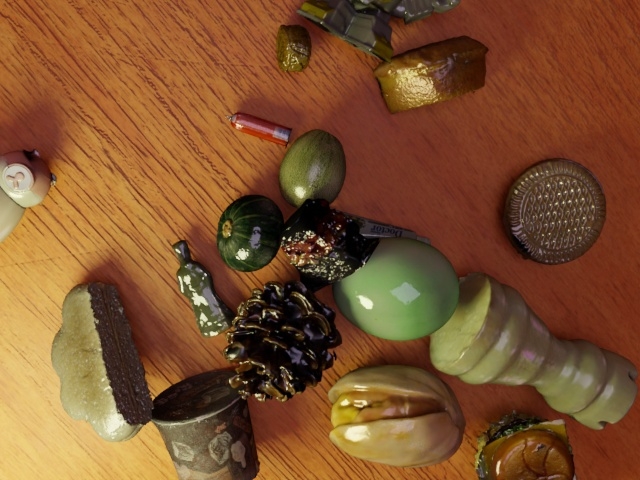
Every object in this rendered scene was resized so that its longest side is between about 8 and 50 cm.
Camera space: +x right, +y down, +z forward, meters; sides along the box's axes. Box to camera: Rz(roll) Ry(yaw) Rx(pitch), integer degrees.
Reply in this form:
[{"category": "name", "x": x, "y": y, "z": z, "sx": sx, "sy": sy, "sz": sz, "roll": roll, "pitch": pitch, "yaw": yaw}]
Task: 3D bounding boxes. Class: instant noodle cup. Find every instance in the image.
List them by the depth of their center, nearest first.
[{"category": "instant noodle cup", "x": -0.236, "y": 0.416, "z": 1.481, "sx": 0.217, "sy": 0.217, "sz": 0.207, "roll": -16, "pitch": 105, "yaw": -6}]

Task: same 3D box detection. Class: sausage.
[{"category": "sausage", "x": -0.134, "y": -0.241, "z": 1.491, "sx": 0.145, "sy": 0.050, "sz": 0.048, "roll": 17, "pitch": 67, "yaw": -9}]

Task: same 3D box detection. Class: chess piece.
[{"category": "chess piece", "x": 0.486, "y": 0.261, "z": 1.559, "sx": 0.442, "sy": 0.234, "sz": 0.234, "roll": 26, "pitch": 93, "yaw": -13}]

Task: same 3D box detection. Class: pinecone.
[{"category": "pinecone", "x": -0.077, "y": 0.215, "z": 1.437, "sx": 0.243, "sy": 0.257, "sz": 0.243, "roll": 1, "pitch": 129, "yaw": 1}]

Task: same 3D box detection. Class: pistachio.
[{"category": "pistachio", "x": 0.172, "y": 0.390, "z": 1.532, "sx": 0.309, "sy": 0.230, "sz": 0.230, "roll": 2, "pitch": 97, "yaw": -4}]

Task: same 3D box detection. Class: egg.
[{"category": "egg", "x": 0.160, "y": 0.102, "z": 1.483, "sx": 0.269, "sy": 0.220, "sz": 0.220, "roll": 5, "pitch": 96, "yaw": -3}]

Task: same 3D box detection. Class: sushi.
[{"category": "sushi", "x": 0.000, "y": 0.000, "z": 1.414, "sx": 0.150, "sy": 0.172, "sz": 0.153, "roll": 42, "pitch": 67, "yaw": -19}]

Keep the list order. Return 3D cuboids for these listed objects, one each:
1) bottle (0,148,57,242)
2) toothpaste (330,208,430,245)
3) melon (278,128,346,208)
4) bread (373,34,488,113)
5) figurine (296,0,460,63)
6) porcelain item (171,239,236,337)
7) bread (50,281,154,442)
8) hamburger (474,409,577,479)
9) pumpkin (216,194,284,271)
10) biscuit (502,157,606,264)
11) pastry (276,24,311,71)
[{"category": "bottle", "x": -0.642, "y": -0.087, "z": 1.388, "sx": 0.236, "sy": 0.147, "sz": 0.147, "roll": -39, "pitch": 100, "yaw": -4}, {"category": "toothpaste", "x": 0.125, "y": -0.018, "z": 1.555, "sx": 0.255, "sy": 0.037, "sz": 0.067, "roll": 12, "pitch": 64, "yaw": -8}, {"category": "melon", "x": -0.018, "y": -0.138, "z": 1.471, "sx": 0.139, "sy": 0.139, "sz": 0.192, "roll": 19, "pitch": 99, "yaw": -10}, {"category": "bread", "x": 0.255, "y": -0.359, "z": 1.484, "sx": 0.260, "sy": 0.134, "sz": 0.129, "roll": -17, "pitch": 100, "yaw": -5}, {"category": "figurine", "x": 0.109, "y": -0.540, "z": 1.420, "sx": 0.342, "sy": 0.167, "sz": 0.285, "roll": 24, "pitch": 101, "yaw": -31}, {"category": "porcelain item", "x": -0.265, "y": 0.101, "z": 1.501, "sx": 0.081, "sy": 0.069, "sz": 0.216, "roll": -24, "pitch": 101, "yaw": 12}, {"category": "bread", "x": -0.469, "y": 0.258, "z": 1.434, "sx": 0.183, "sy": 0.102, "sz": 0.337, "roll": -28, "pitch": 71, "yaw": 21}, {"category": "hamburger", "x": 0.476, "y": 0.520, "z": 1.620, "sx": 0.243, "sy": 0.138, "sz": 0.262, "roll": -14, "pitch": 98, "yaw": -4}, {"category": "pumpkin", "x": -0.147, "y": -0.016, "z": 1.457, "sx": 0.125, "sy": 0.167, "sz": 0.167, "roll": -1, "pitch": 98, "yaw": -33}, {"category": "biscuit", "x": 0.535, "y": -0.064, "z": 1.586, "sx": 0.259, "sy": 0.079, "sz": 0.259, "roll": -1, "pitch": 98, "yaw": -8}, {"category": "pastry", "x": -0.057, "y": -0.401, "z": 1.454, "sx": 0.057, "sy": 0.109, "sz": 0.097, "roll": -5, "pitch": 129, "yaw": -17}]
